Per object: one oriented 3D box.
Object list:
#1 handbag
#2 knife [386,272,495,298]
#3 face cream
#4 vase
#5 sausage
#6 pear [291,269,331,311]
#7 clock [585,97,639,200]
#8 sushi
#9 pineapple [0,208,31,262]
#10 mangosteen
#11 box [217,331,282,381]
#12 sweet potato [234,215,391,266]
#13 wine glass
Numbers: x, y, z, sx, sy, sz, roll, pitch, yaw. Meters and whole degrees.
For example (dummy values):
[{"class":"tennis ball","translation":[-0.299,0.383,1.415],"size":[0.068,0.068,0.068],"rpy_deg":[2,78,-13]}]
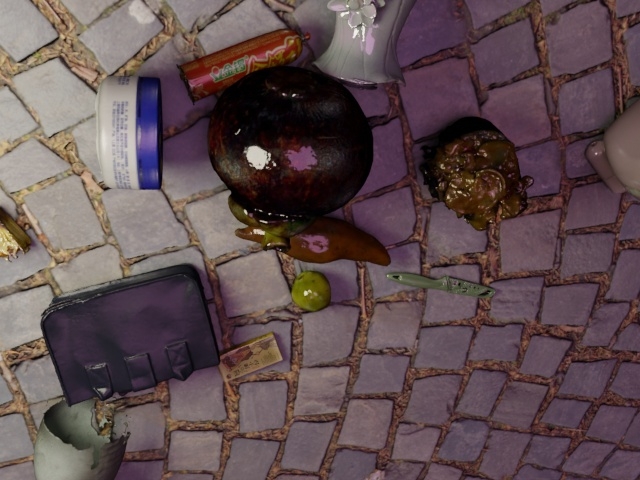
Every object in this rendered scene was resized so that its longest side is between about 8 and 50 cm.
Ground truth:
[{"class":"handbag","translation":[-0.387,0.209,1.405],"size":[0.325,0.118,0.269],"rpy_deg":[-13,106,-9]},{"class":"knife","translation":[0.291,0.103,1.595],"size":[0.293,0.020,0.043],"rpy_deg":[12,105,-19]},{"class":"face cream","translation":[-0.344,-0.194,1.215],"size":[0.111,0.206,0.206],"rpy_deg":[0,110,-9]},{"class":"vase","translation":[0.110,-0.502,1.214],"size":[0.250,0.250,0.445],"rpy_deg":[4,112,-16]},{"class":"sausage","translation":[-0.140,-0.347,1.284],"size":[0.264,0.083,0.083],"rpy_deg":[-24,114,-6]},{"class":"pear","translation":[-0.015,0.116,1.483],"size":[0.092,0.092,0.097],"rpy_deg":[-46,113,5]},{"class":"clock","translation":[0.791,-0.210,1.443],"size":[0.184,0.326,0.342],"rpy_deg":[40,96,-23]},{"class":"sushi","translation":[0.328,-0.140,1.414],"size":[0.200,0.204,0.213],"rpy_deg":[-37,109,6]},{"class":"pineapple","translation":[-0.631,-0.013,1.282],"size":[0.137,0.069,0.116],"rpy_deg":[4,110,-14]},{"class":"mangosteen","translation":[-0.058,-0.167,1.253],"size":[0.330,0.330,0.330],"rpy_deg":[-5,111,-13]},{"class":"box","translation":[-0.166,0.268,1.535],"size":[0.149,0.020,0.073],"rpy_deg":[-21,114,-6]},{"class":"sweet potato","translation":[-0.005,-0.002,1.431],"size":[0.359,0.112,0.112],"rpy_deg":[6,108,-14]},{"class":"wine glass","translation":[-0.531,0.516,1.442],"size":[0.190,0.190,0.357],"rpy_deg":[12,105,-19]}]
